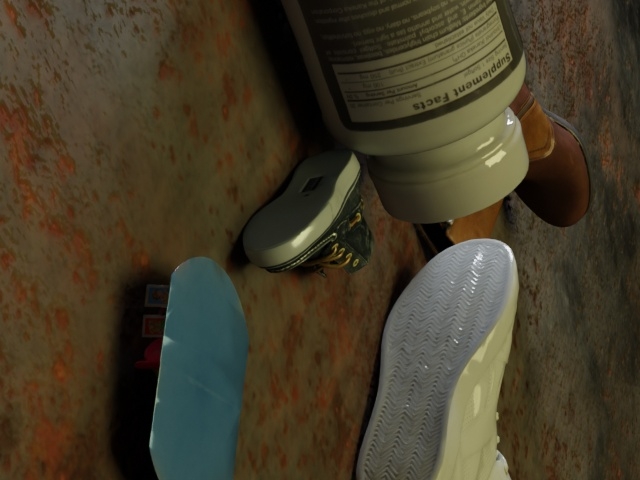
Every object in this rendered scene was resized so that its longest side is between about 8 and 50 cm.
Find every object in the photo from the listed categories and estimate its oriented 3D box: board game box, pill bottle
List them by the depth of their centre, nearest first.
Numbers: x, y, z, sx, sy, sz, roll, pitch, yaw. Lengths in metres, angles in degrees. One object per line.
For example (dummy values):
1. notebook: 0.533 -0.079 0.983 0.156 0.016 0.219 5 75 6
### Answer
1. board game box: -0.091 0.096 1.166 0.133 0.033 0.169 43 50 -63
2. pill bottle: 0.063 -0.179 1.415 0.176 0.176 0.319 -63 140 -52

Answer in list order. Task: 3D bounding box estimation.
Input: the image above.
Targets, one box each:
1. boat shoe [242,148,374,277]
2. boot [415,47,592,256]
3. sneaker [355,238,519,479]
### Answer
1. boat shoe: 0.000 0.000 1.355 0.183 0.065 0.083 -53 130 -59
2. boot: 0.183 -0.050 1.751 0.280 0.096 0.264 -68 143 -47
3. sneaker: 0.119 0.153 1.549 0.169 0.108 0.293 62 41 -42
